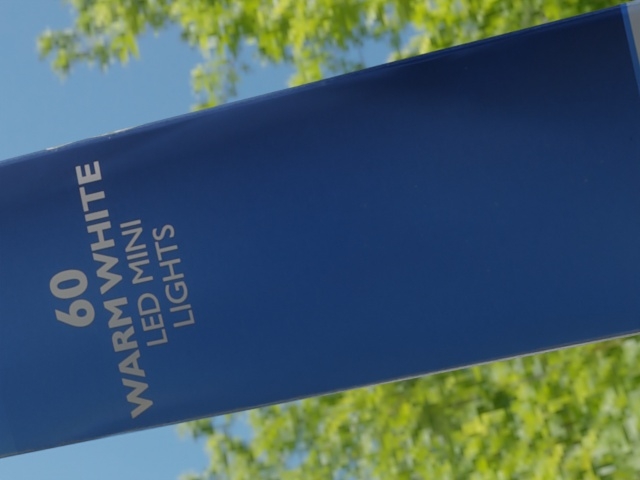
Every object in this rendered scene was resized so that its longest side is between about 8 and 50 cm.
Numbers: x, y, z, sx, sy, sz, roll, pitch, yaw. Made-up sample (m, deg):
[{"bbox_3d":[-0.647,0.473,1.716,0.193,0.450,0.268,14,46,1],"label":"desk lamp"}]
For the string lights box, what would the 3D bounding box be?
[{"bbox_3d":[0.000,0.000,0.425,0.259,0.077,0.133,-13,1,15],"label":"string lights box"}]
